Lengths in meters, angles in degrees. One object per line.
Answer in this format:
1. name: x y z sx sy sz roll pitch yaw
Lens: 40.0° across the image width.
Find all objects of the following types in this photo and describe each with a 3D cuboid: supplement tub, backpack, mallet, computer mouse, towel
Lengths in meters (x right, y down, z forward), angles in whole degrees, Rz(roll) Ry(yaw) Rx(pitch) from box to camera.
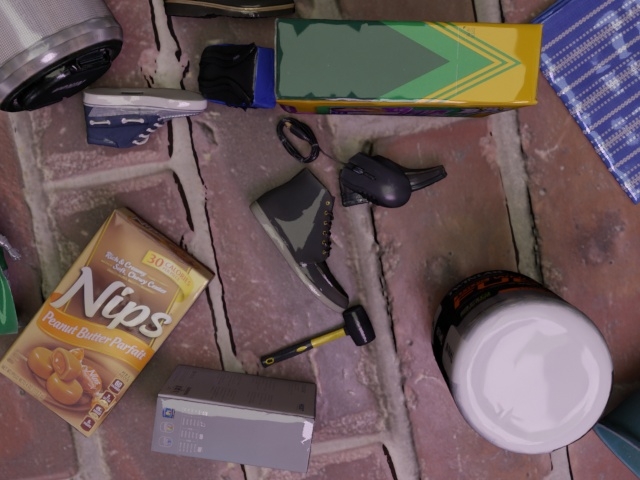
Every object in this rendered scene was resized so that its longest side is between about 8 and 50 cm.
1. supplement tub: 0.269 0.155 1.252 0.207 0.338 0.207 0 96 0
2. backpack: -0.121 -0.245 1.333 0.120 0.101 0.097 9 93 32
3. mallet: -0.009 0.154 1.409 0.190 0.039 0.062 -15 97 6
4. computer mouse: 0.031 -0.123 1.339 0.242 0.041 0.071 29 90 16
5. towel: 0.493 -0.259 1.355 0.243 0.040 0.336 -36 95 5

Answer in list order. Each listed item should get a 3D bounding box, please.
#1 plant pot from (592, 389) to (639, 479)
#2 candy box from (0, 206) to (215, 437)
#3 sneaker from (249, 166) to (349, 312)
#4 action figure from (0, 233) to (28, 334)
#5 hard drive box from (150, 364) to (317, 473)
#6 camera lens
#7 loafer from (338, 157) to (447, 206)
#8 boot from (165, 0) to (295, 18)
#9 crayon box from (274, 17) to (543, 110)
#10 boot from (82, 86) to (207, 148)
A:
1. plant pot: 0.640 0.264 1.285 0.341 0.341 0.334 44 86 -4
2. candy box: -0.334 0.125 1.379 0.183 0.087 0.316 38 96 -3
3. sneaker: 0.000 0.000 1.365 0.118 0.083 0.222 -37 94 4
4. action figure: -0.513 0.026 1.366 0.137 0.063 0.232 -2 102 44
5. hard drive box: -0.125 0.268 1.347 0.232 0.181 0.089 8 97 0
6. camera lens: -0.434 -0.339 1.263 0.219 0.219 0.274 -31 95 4
7. loafer: 0.111 -0.099 1.366 0.170 0.062 0.061 -13 91 1
8. boot: -0.136 -0.403 1.320 0.198 0.077 0.136 2 102 0
9. crayon box: 0.103 -0.226 1.198 0.313 0.363 0.106 0 96 0
10. boot: -0.270 -0.188 1.363 0.190 0.069 0.086 3 114 0
